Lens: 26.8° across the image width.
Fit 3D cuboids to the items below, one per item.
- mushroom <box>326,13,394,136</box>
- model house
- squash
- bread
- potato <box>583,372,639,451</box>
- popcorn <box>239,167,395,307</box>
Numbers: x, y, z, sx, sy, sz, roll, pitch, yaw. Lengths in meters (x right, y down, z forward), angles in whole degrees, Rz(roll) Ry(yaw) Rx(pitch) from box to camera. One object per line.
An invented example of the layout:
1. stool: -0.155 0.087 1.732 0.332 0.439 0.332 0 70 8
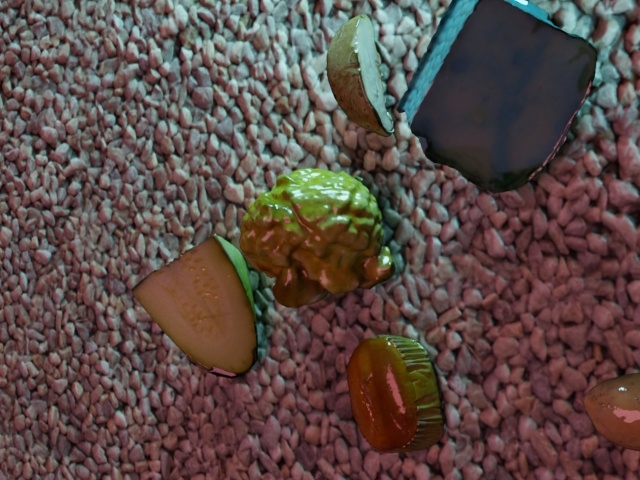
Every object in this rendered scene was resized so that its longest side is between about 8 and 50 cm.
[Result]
1. mushroom: 0.059 -0.265 2.209 0.094 0.072 0.210 -16 82 46
2. model house: 0.245 -0.246 2.021 0.261 0.226 0.241 -61 21 18
3. squash: -0.192 0.131 2.363 0.237 0.204 0.155 -29 50 37
4. bread: 0.115 0.247 2.160 0.132 0.114 0.190 -25 71 38
5. potato: 0.450 0.246 1.906 0.147 0.112 0.112 5 94 30
6. popcorn: 0.000 0.000 2.187 0.251 0.206 0.237 44 101 9
